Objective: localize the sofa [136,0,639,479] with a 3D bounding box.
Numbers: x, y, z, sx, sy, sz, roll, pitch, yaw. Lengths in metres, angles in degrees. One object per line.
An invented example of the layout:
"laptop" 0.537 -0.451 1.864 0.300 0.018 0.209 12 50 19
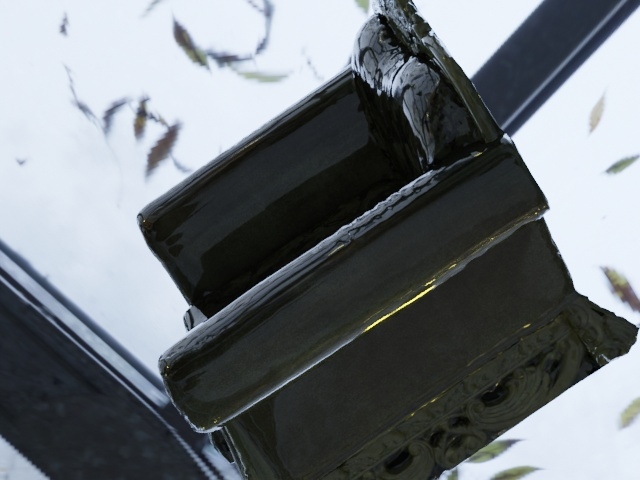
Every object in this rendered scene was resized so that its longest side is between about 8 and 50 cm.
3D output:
"sofa" 0.000 0.000 0.735 0.200 0.258 0.182 -35 -70 4
